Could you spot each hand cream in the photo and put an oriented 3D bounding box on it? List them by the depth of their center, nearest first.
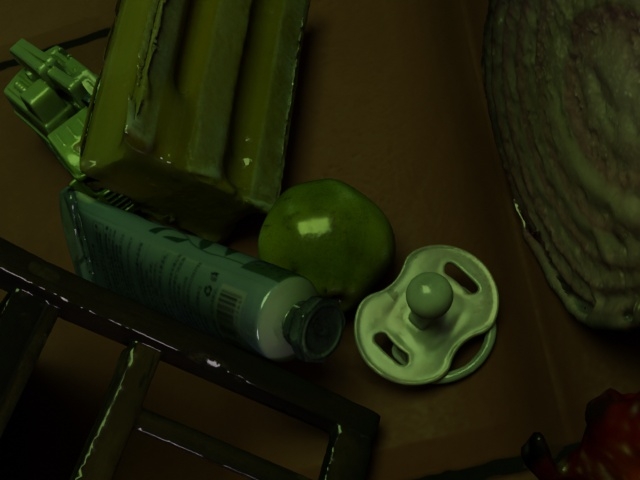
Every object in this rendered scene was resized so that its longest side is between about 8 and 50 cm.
[{"bbox_3d":[-0.092,0.026,0.758,0.256,0.088,0.055,15,36,41],"label":"hand cream"}]

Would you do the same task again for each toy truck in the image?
[{"bbox_3d":[-0.190,-0.095,0.900,0.077,0.100,0.169,-38,50,-5],"label":"toy truck"}]

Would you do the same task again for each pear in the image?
[{"bbox_3d":[0.000,0.000,0.763,0.092,0.092,0.097,-27,50,2],"label":"pear"}]

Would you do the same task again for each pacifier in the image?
[{"bbox_3d":[0.070,0.044,0.708,0.081,0.078,0.099,41,76,17],"label":"pacifier"}]

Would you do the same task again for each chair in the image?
[{"bbox_3d":[-0.211,0.126,0.709,0.240,0.416,0.203,-40,27,56],"label":"chair"}]

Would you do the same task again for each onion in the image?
[{"bbox_3d":[0.190,-0.074,0.664,0.111,0.247,0.250,-13,74,-14],"label":"onion"}]

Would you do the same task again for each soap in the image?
[{"bbox_3d":[-0.089,-0.124,0.852,0.076,0.135,0.233,-27,44,42],"label":"soap"}]

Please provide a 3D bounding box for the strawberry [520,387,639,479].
[{"bbox_3d":[0.219,0.162,0.520,0.178,0.234,0.234,-6,47,-20],"label":"strawberry"}]
